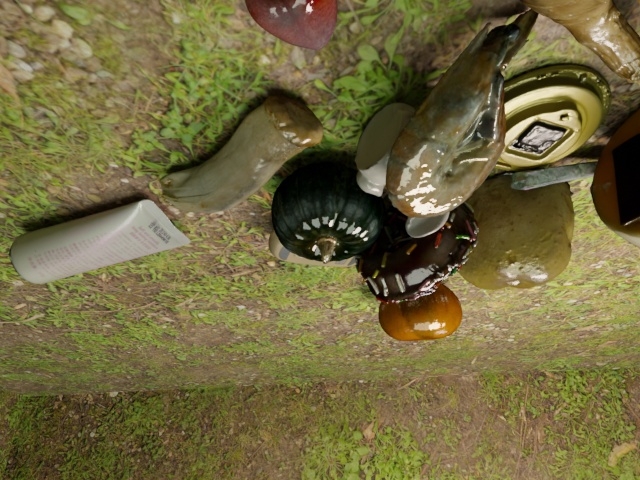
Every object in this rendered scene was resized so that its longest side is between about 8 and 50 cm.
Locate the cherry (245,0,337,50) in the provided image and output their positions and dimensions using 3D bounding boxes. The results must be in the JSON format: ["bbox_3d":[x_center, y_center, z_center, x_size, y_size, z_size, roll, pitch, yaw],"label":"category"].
[{"bbox_3d":[-0.034,-0.285,0.526,0.106,0.086,0.126,-13,167,5],"label":"cherry"}]

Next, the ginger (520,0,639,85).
[{"bbox_3d":[0.321,-0.275,0.529,0.295,0.131,0.086,18,109,-32],"label":"ginger"}]

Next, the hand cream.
[{"bbox_3d":[-0.493,0.001,0.988,0.359,0.118,0.185,-14,146,6],"label":"hand cream"}]

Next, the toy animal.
[{"bbox_3d":[0.154,-0.122,0.744,0.193,0.127,0.178,31,107,-29],"label":"toy animal"}]

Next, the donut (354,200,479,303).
[{"bbox_3d":[0.179,0.002,0.883,0.103,0.269,0.270,43,132,-20],"label":"donut"}]

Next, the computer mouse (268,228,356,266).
[{"bbox_3d":[0.000,0.000,1.023,0.237,0.081,0.145,4,149,-14],"label":"computer mouse"}]

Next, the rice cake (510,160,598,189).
[{"bbox_3d":[0.464,-0.125,0.841,0.211,0.034,0.043,-9,-171,-7],"label":"rice cake"}]

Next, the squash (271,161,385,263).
[{"bbox_3d":[0.014,-0.049,0.848,0.218,0.172,0.218,3,125,4],"label":"squash"}]

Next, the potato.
[{"bbox_3d":[0.386,-0.001,0.924,0.286,0.242,0.242,-12,149,22],"label":"potato"}]

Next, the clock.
[{"bbox_3d":[0.365,-0.184,0.754,0.237,0.057,0.237,-1,151,0],"label":"clock"}]

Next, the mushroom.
[{"bbox_3d":[-0.148,-0.133,0.783,0.351,0.095,0.123,-25,124,32],"label":"mushroom"}]

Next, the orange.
[{"bbox_3d":[0.288,0.204,1.308,0.240,0.171,0.240,-4,164,-1],"label":"orange"}]

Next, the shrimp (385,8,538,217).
[{"bbox_3d":[0.211,-0.165,0.629,0.168,0.077,0.317,22,112,-32],"label":"shrimp"}]

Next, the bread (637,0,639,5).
[{"bbox_3d":[0.440,-0.277,0.423,0.184,0.211,0.224,-37,132,15],"label":"bread"}]

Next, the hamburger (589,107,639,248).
[{"bbox_3d":[0.588,-0.102,0.698,0.179,0.275,0.294,16,151,-9],"label":"hamburger"}]
